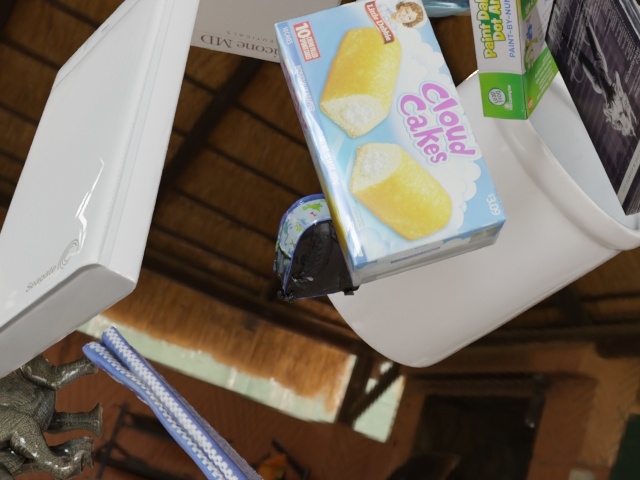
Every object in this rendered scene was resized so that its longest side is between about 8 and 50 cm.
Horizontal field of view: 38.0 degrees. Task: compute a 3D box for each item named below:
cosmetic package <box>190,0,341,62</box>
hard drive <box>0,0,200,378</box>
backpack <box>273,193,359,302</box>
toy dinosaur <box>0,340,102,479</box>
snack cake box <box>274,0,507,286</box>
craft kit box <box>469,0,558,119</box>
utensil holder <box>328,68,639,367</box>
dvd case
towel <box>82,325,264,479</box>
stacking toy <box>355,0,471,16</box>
[{"bbox_3d":[-0.063,-0.417,1.110,0.230,0.161,0.453,9,-27,-4],"label":"cosmetic package"},{"bbox_3d":[-0.209,-0.072,0.832,0.047,0.353,0.233,31,-44,-31],"label":"hard drive"},{"bbox_3d":[0.000,0.000,1.057,0.105,0.084,0.114,-5,-48,-23],"label":"backpack"},{"bbox_3d":[-0.286,0.166,0.840,0.160,0.313,0.121,1,-50,-5],"label":"toy dinosaur"},{"bbox_3d":[0.065,-0.105,0.925,0.152,0.264,0.089,-17,-17,-3],"label":"snack cake box"},{"bbox_3d":[0.223,-0.294,0.967,0.061,0.250,0.246,7,-50,32],"label":"craft kit box"},{"bbox_3d":[0.222,-0.037,1.336,0.328,0.327,0.385,29,-53,-31],"label":"utensil holder"},{"bbox_3d":[0.256,-0.156,0.830,0.018,0.221,0.164,-12,-30,-4],"label":"dvd case"},{"bbox_3d":[-0.038,0.220,0.711,0.243,0.040,0.336,35,-17,44],"label":"towel"},{"bbox_3d":[0.232,-0.379,1.508,0.280,0.130,0.309,-8,-8,-21],"label":"stacking toy"}]
